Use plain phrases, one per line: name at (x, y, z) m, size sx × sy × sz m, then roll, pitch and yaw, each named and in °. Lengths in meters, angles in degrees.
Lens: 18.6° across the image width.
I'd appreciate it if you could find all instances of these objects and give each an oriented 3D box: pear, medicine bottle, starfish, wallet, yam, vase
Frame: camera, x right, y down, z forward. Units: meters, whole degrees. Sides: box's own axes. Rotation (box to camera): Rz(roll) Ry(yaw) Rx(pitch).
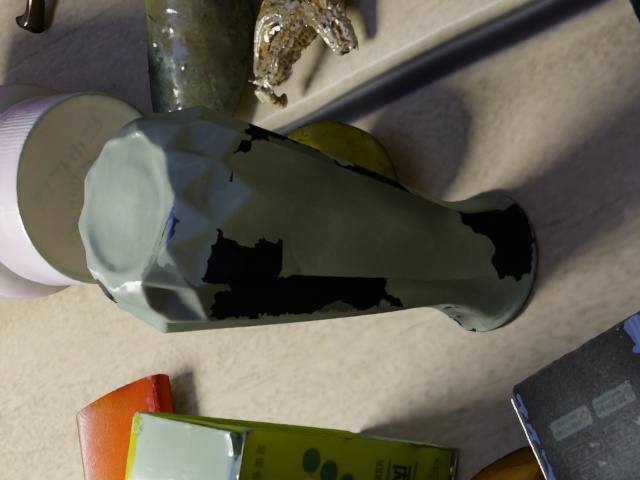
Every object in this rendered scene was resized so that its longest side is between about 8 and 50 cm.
pear at (0.011, -0.049, 1.656) m, size 0.131 × 0.107 × 0.107 m, roll 38°, pitch 113°, yaw 36°
medicine bottle at (-0.025, 0.216, 1.548) m, size 0.141 × 0.250 × 0.137 m, roll 2°, pitch 84°, yaw 46°
starfish at (-0.009, -0.220, 1.746) m, size 0.209 × 0.053 × 0.150 m, roll -50°, pitch 55°, yaw 29°
medicine bottle at (-0.333, -0.047, 1.962) m, size 0.379 × 0.213 × 0.213 m, roll -1°, pitch 83°, yaw 49°
wallet at (-0.174, 0.243, 1.863) m, size 0.142 × 0.045 × 0.204 m, roll -32°, pitch 61°, yaw 44°
yam at (-0.116, -0.220, 1.829) m, size 0.106 × 0.106 × 0.259 m, roll 13°, pitch 113°, yaw 49°
vase at (0.000, 0.000, 1.465) m, size 0.165 × 0.360 × 0.165 m, roll -11°, pitch 75°, yaw 48°

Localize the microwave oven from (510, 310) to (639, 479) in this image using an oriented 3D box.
microwave oven at (0.387, 0.080, 1.015) m, size 0.432 × 0.374 × 0.236 m, roll -34°, pitch 69°, yaw 36°

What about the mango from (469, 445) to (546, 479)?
mango at (0.139, 0.263, 1.378) m, size 0.153 × 0.287 × 0.201 m, roll 16°, pitch 134°, yaw 21°

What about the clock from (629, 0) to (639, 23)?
clock at (0.329, -0.235, 1.362) m, size 0.280 × 0.055 × 0.280 m, roll -9°, pitch 78°, yaw 48°

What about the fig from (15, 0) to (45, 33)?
fig at (-0.314, -0.374, 2.055) m, size 0.217 × 0.217 × 0.321 m, roll 17°, pitch 125°, yaw 49°
